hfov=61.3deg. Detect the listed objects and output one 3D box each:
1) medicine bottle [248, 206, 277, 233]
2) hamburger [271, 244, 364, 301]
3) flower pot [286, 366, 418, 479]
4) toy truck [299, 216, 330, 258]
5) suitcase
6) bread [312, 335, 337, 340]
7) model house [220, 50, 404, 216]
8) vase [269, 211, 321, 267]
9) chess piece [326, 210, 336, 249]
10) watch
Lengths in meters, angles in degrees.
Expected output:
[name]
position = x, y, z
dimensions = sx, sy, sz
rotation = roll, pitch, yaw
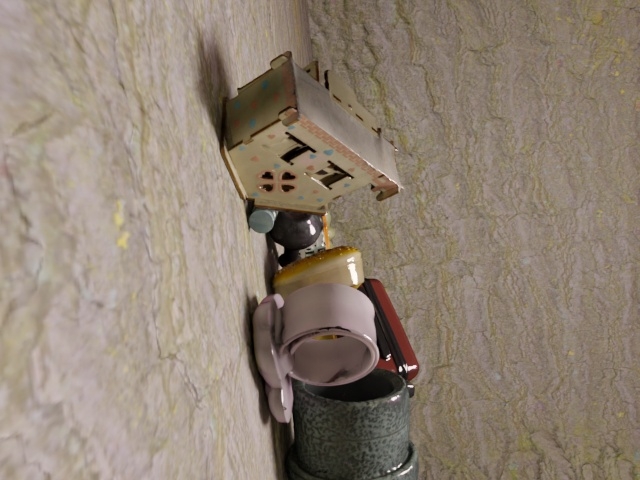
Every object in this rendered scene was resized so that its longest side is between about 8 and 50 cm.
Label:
[medicine bottle]
position = -0.107, -0.071, 1.091
dimensions = 0.191, 0.051, 0.051
rotation = -83, 166, -66
[hamburger]
position = -0.006, 0.079, 1.193
dimensions = 0.173, 0.211, 0.116
rotation = 111, -38, -73
[flower pot]
position = 0.068, 0.429, 1.153
dimensions = 0.299, 0.300, 0.282
rotation = -45, 132, -84
[toy truck]
position = -0.032, -0.011, 1.595
dimensions = 0.135, 0.114, 0.270
rotation = 58, 23, -69
[suitcase]
position = 0.100, 0.261, 1.389
dimensions = 0.236, 0.161, 0.296
rotation = -52, -132, 43
[bread]
position = -0.022, 0.239, 1.333
dimensions = 0.233, 0.088, 0.160
rotation = -115, -153, -46
[model house]
position = -0.040, -0.164, 0.972
dimensions = 0.326, 0.244, 0.169
rotation = 27, 47, -44
[vase]
position = -0.063, -0.004, 1.247
dimensions = 0.182, 0.120, 0.120
rotation = 100, -9, -49
[chess piece]
position = 0.000, 0.000, 1.912
dimensions = 0.144, 0.145, 0.251
rotation = -27, 104, -85
[watch]
position = -0.003, 0.202, 0.993
dimensions = 0.210, 0.218, 0.248
rotation = -91, 172, -46
